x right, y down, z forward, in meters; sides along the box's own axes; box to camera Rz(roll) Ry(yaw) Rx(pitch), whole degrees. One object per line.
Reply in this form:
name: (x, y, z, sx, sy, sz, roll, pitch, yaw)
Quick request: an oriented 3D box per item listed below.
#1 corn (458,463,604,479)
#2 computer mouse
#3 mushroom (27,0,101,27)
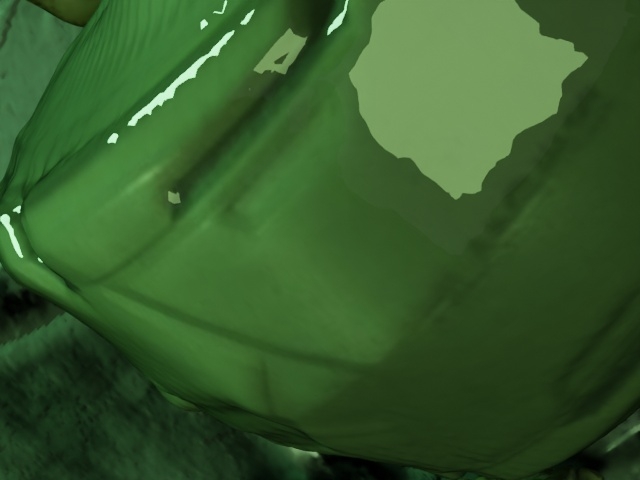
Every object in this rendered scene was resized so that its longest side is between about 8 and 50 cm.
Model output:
corn: (0.035, 0.156, 0.743, 0.211, 0.087, 0.087, -10, 113, 32)
computer mouse: (-0.002, 0.003, 0.557, 0.228, 0.145, 0.429, 28, 156, -15)
mushroom: (-0.092, -0.183, 0.592, 0.344, 0.130, 0.247, 10, 147, 26)
